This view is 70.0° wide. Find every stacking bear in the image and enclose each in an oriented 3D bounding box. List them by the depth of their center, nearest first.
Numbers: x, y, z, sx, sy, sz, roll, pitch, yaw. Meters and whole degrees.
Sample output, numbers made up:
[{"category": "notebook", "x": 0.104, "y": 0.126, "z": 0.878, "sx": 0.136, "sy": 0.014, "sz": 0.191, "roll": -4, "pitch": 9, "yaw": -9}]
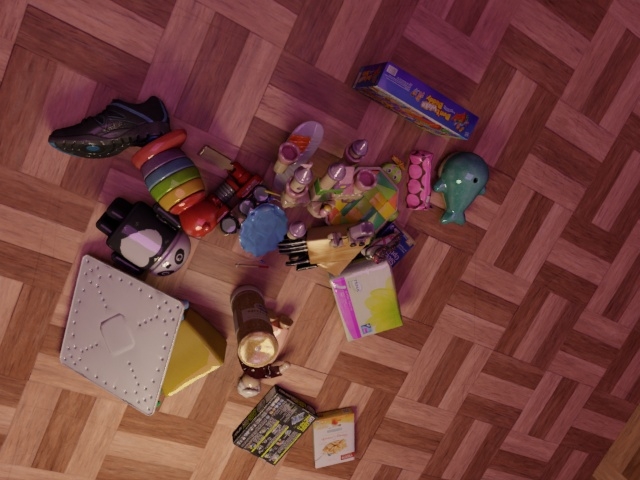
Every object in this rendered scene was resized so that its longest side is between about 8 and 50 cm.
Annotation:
[{"category": "stacking bear", "x": -0.402, "y": -0.145, "z": 1.332, "sx": 0.164, "sy": 0.175, "sz": 0.289, "roll": -34, "pitch": 94, "yaw": -32}]

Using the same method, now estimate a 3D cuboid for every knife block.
[{"category": "knife block", "x": 0.000, "y": 0.000, "z": 1.543, "sx": 0.242, "sy": 0.088, "sz": 0.276, "roll": 32, "pitch": 119, "yaw": -17}]

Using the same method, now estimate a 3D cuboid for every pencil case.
[{"category": "pencil case", "x": 0.354, "y": -0.212, "z": 1.614, "sx": 0.095, "sy": 0.098, "sz": 0.210, "roll": -7, "pitch": 108, "yaw": -13}]

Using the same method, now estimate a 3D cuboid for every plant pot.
[{"category": "plant pot", "x": -0.458, "y": 0.354, "z": 1.529, "sx": 0.212, "sy": 0.212, "sz": 0.187, "roll": -31, "pitch": 100, "yaw": -4}]

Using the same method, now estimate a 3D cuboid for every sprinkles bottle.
[{"category": "sprinkles bottle", "x": -0.220, "y": 0.264, "z": 1.471, "sx": 0.121, "sy": 0.355, "sz": 0.121, "roll": -4, "pitch": 108, "yaw": -14}]

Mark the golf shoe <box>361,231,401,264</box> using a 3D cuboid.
[{"category": "golf shoe", "x": 0.217, "y": 0.010, "z": 1.604, "sx": 0.186, "sy": 0.086, "sz": 0.068, "roll": -32, "pitch": 142, "yaw": -42}]

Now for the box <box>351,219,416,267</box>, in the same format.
[{"category": "box", "x": 0.234, "y": 0.043, "z": 1.696, "sx": 0.225, "sy": 0.036, "sz": 0.136, "roll": -46, "pitch": 112, "yaw": 4}]

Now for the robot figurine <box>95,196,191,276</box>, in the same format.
[{"category": "robot figurine", "x": -0.535, "y": -0.007, "z": 1.400, "sx": 0.278, "sy": 0.209, "sz": 0.174, "roll": 39, "pitch": 56, "yaw": -22}]

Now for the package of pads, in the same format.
[{"category": "package of pads", "x": 0.169, "y": 0.207, "z": 1.673, "sx": 0.229, "sy": 0.101, "sz": 0.297, "roll": -17, "pitch": 115, "yaw": 1}]

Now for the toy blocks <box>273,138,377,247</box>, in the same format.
[{"category": "toy blocks", "x": 0.038, "y": -0.154, "z": 1.339, "sx": 0.288, "sy": 0.260, "sz": 0.309, "roll": -5, "pitch": 76, "yaw": -22}]

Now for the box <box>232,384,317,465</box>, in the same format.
[{"category": "box", "x": -0.178, "y": 0.725, "z": 1.786, "sx": 0.216, "sy": 0.060, "sz": 0.270, "roll": 38, "pitch": 95, "yaw": -23}]

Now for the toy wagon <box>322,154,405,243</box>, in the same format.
[{"category": "toy wagon", "x": 0.166, "y": -0.158, "z": 1.597, "sx": 0.344, "sy": 0.068, "sz": 0.267, "roll": -45, "pitch": 112, "yaw": 2}]

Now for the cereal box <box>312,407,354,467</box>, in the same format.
[{"category": "cereal box", "x": 0.053, "y": 0.812, "z": 1.880, "sx": 0.172, "sy": 0.047, "sz": 0.240, "roll": -7, "pitch": 108, "yaw": -13}]

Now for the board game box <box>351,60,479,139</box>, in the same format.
[{"category": "board game box", "x": 0.296, "y": -0.440, "z": 1.454, "sx": 0.347, "sy": 0.233, "sz": 0.078, "roll": 23, "pitch": 100, "yaw": -20}]

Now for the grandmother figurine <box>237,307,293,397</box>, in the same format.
[{"category": "grandmother figurine", "x": -0.210, "y": 0.429, "z": 1.671, "sx": 0.207, "sy": 0.104, "sz": 0.343, "roll": 27, "pitch": 103, "yaw": 4}]

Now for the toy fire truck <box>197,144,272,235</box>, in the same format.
[{"category": "toy fire truck", "x": -0.303, "y": -0.164, "z": 1.444, "sx": 0.217, "sy": 0.158, "sz": 0.246, "roll": -44, "pitch": 95, "yaw": -2}]

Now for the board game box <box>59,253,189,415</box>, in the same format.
[{"category": "board game box", "x": -0.619, "y": 0.288, "z": 1.429, "sx": 0.389, "sy": 0.050, "sz": 0.390, "roll": 22, "pitch": 102, "yaw": 15}]

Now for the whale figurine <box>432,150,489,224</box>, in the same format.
[{"category": "whale figurine", "x": 0.510, "y": -0.180, "z": 1.641, "sx": 0.216, "sy": 0.141, "sz": 0.272, "roll": 3, "pitch": 106, "yaw": -16}]

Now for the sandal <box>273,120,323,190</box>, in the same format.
[{"category": "sandal", "x": -0.089, "y": -0.286, "z": 1.490, "sx": 0.101, "sy": 0.076, "sz": 0.265, "roll": 16, "pitch": 124, "yaw": -30}]

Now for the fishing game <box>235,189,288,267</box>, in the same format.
[{"category": "fishing game", "x": -0.186, "y": -0.034, "z": 1.452, "sx": 0.189, "sy": 0.041, "sz": 0.264, "roll": 6, "pitch": 109, "yaw": -47}]

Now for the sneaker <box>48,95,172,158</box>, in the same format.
[{"category": "sneaker", "x": -0.609, "y": -0.329, "z": 1.332, "sx": 0.340, "sy": 0.125, "sz": 0.140, "roll": -10, "pitch": 82, "yaw": -9}]
